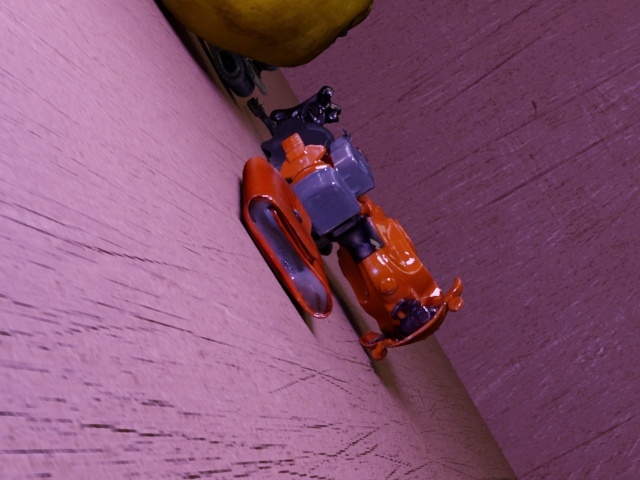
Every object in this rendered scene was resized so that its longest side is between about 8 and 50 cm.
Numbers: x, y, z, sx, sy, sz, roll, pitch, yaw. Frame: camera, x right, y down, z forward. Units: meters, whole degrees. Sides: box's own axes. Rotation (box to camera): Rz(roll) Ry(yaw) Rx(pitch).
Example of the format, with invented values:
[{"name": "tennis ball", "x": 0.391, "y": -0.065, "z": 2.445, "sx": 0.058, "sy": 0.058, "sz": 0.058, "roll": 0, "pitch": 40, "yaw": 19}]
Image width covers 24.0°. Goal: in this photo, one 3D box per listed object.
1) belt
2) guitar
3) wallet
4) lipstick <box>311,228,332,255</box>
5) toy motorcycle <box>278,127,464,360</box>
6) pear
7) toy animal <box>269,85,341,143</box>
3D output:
[{"name": "belt", "x": -0.148, "y": -0.335, "z": 2.163, "sx": 0.302, "sy": 0.087, "sz": 0.072, "roll": 61, "pitch": 1, "yaw": 23}, {"name": "guitar", "x": -0.058, "y": -0.153, "z": 2.123, "sx": 0.025, "sy": 0.088, "sz": 0.233, "roll": 57, "pitch": -4, "yaw": -38}, {"name": "wallet", "x": -0.034, "y": -0.007, "z": 1.556, "sx": 0.142, "sy": 0.045, "sz": 0.204, "roll": 58, "pitch": 4, "yaw": -14}, {"name": "lipstick", "x": 0.000, "y": 0.000, "z": 1.970, "sx": 0.037, "sy": 0.037, "sz": 0.116, "roll": 60, "pitch": 0, "yaw": 13}, {"name": "toy motorcycle", "x": 0.059, "y": 0.015, "z": 1.849, "sx": 0.325, "sy": 0.148, "sz": 0.221, "roll": 50, "pitch": 12, "yaw": -34}, {"name": "pear", "x": -0.082, "y": -0.421, "z": 1.889, "sx": 0.413, "sy": 0.352, "sz": 0.352, "roll": 63, "pitch": 2, "yaw": -29}, {"name": "toy animal", "x": -0.020, "y": -0.137, "z": 2.362, "sx": 0.210, "sy": 0.121, "sz": 0.117, "roll": -86, "pitch": 153, "yaw": -56}]
